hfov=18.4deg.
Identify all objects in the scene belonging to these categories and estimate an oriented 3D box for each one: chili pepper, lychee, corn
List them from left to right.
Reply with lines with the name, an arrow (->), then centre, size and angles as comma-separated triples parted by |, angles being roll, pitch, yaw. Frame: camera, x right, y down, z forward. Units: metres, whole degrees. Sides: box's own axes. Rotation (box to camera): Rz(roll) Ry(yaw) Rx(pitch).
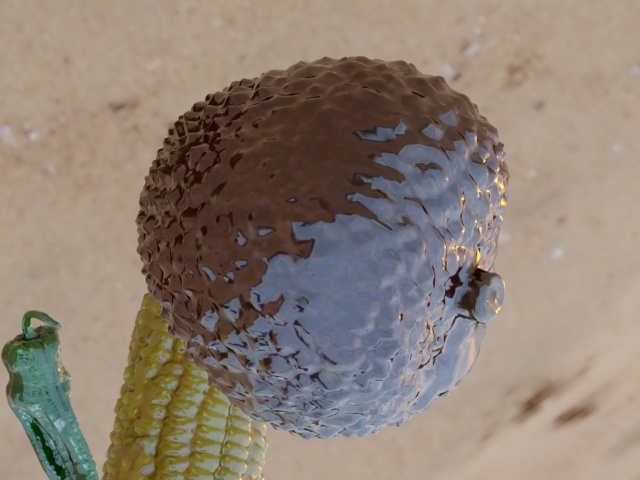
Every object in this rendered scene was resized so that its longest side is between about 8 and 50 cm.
chili pepper -> -0.279, 0.194, 2.085 | 0.074, 0.100, 0.257 | -22, 102, -14
corn -> -0.099, 0.185, 1.364 | 0.120, 0.363, 0.120 | 5, 162, 1
lychee -> 0.004, 0.000, 0.937 | 0.194, 0.194, 0.194 | -24, 148, -16
